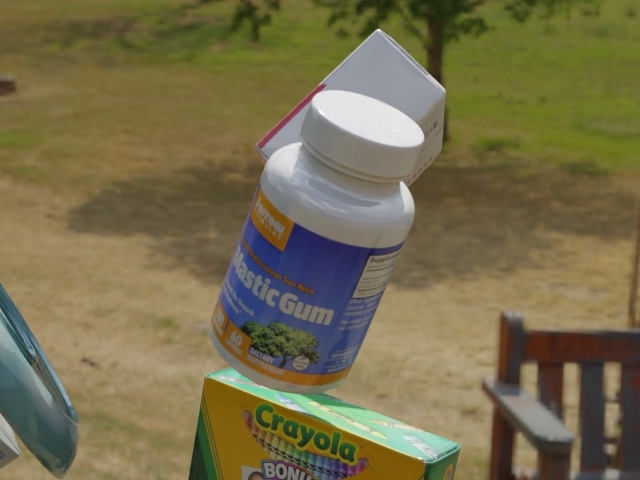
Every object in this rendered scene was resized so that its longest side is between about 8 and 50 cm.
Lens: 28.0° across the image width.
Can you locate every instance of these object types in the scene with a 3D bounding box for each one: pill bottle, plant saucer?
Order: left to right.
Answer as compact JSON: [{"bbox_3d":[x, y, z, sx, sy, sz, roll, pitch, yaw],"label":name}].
[{"bbox_3d":[-0.314,0.083,1.230,0.043,0.318,0.317,-33,17,-9],"label":"plant saucer"},{"bbox_3d":[0.000,0.000,1.238,0.152,0.272,0.152,16,27,-8],"label":"pill bottle"}]

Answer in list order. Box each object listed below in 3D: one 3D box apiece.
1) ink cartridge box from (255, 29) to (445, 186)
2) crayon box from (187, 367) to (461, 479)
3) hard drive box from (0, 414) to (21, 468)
[{"bbox_3d":[0.048,-0.121,1.719,0.131,0.226,0.306,44,-5,9],"label":"ink cartridge box"},{"bbox_3d":[-0.004,0.252,1.346,0.278,0.165,0.081,17,14,30],"label":"crayon box"},{"bbox_3d":[-0.481,0.227,1.458,0.232,0.089,0.181,-34,47,-2],"label":"hard drive box"}]
